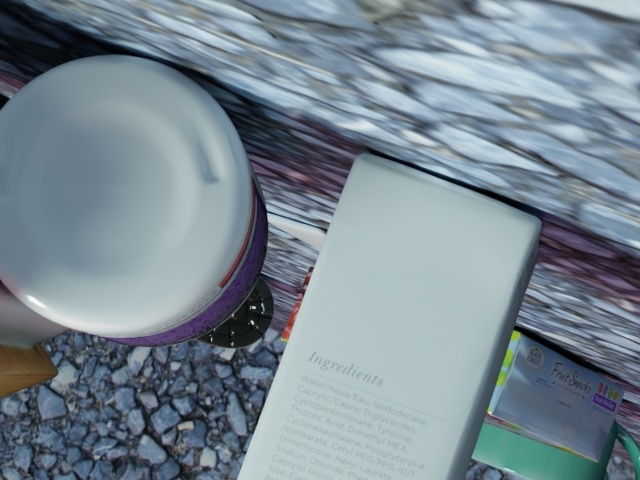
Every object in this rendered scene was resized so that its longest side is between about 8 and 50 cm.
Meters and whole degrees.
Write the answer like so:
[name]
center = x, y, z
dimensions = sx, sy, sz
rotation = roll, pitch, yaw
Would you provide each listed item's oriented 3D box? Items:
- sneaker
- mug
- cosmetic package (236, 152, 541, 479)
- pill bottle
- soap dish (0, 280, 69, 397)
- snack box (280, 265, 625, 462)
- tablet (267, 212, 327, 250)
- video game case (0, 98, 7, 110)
[sneaker]
center = -0.189, 0.040, 1.708
dimensions = 0.283, 0.107, 0.124
rotation = 22, -179, -5
[mug]
center = 0.211, 0.174, 1.505
dimensions = 0.157, 0.097, 0.129
rotation = 24, 174, -32
[cosmetic package]
center = 0.019, 0.092, 0.688
dimensions = 0.085, 0.231, 0.117
rotation = 20, 175, 9
[pill bottle]
center = -0.077, -0.008, 0.716
dimensions = 0.108, 0.108, 0.193
rotation = 21, 174, 4
[soap dish]
center = -0.227, -0.017, 0.718
dimensions = 0.229, 0.118, 0.291
rotation = 52, 178, 4
[snack box]
center = 0.104, 0.096, 1.286
dimensions = 0.207, 0.070, 0.174
rotation = 18, 174, 39
[tablet]
center = 0.000, 0.000, 1.062
dimensions = 0.054, 0.006, 0.083
rotation = 17, 174, 33
[video game case]
center = -0.311, -0.003, 0.977
dimensions = 0.196, 0.274, 0.026
rotation = 26, -153, -43
